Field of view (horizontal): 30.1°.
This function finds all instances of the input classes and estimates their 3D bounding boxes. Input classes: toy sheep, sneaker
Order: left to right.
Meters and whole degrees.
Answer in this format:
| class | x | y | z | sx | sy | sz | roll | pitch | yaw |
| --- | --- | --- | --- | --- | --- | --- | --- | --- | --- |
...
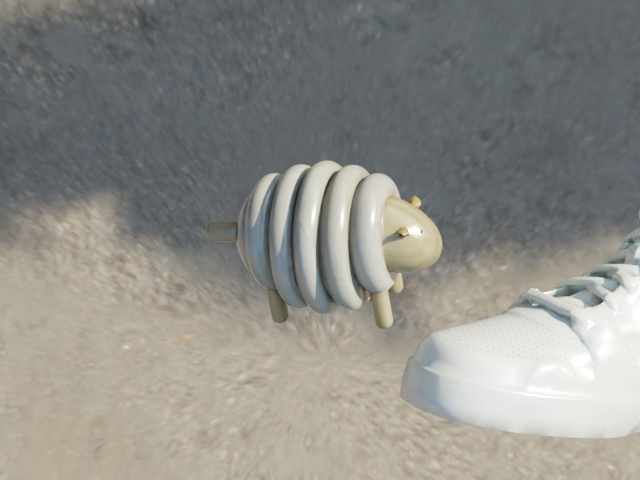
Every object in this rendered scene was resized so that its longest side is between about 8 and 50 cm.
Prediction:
| class | x | y | z | sx | sy | sz | roll | pitch | yaw |
| --- | --- | --- | --- | --- | --- | --- | --- | --- | --- |
| toy sheep | 0.000 | 0.000 | 0.640 | 0.132 | 0.091 | 0.091 | -1 | 84 | 15 |
| sneaker | 0.177 | 0.019 | 0.687 | 0.292 | 0.108 | 0.169 | 0 | 103 | -33 |
